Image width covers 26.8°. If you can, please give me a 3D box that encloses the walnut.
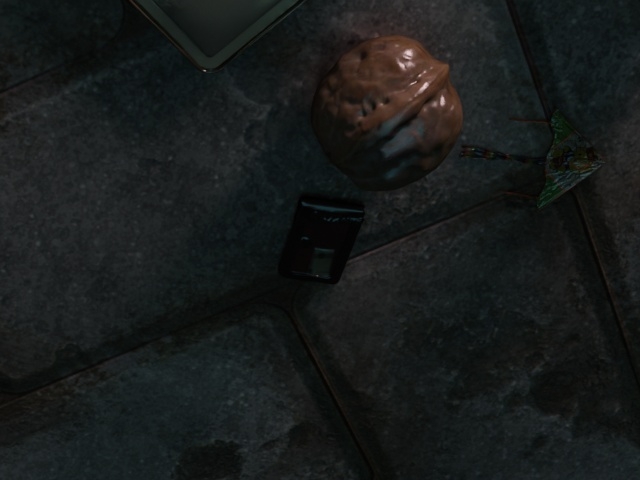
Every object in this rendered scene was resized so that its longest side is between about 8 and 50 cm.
[{"bbox_3d":[0.097,-0.182,1.918,0.224,0.224,0.224,-5,123,-7],"label":"walnut"}]

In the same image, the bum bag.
[{"bbox_3d":[0.000,0.000,2.122,0.109,0.026,0.159,10,126,-15],"label":"bum bag"}]

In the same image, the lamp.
[{"bbox_3d":[-0.141,-0.391,1.826,0.269,0.047,0.266,-37,121,14],"label":"lamp"}]

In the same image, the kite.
[{"bbox_3d":[0.333,-0.124,2.107,0.244,0.006,0.198,2,123,-12],"label":"kite"}]
